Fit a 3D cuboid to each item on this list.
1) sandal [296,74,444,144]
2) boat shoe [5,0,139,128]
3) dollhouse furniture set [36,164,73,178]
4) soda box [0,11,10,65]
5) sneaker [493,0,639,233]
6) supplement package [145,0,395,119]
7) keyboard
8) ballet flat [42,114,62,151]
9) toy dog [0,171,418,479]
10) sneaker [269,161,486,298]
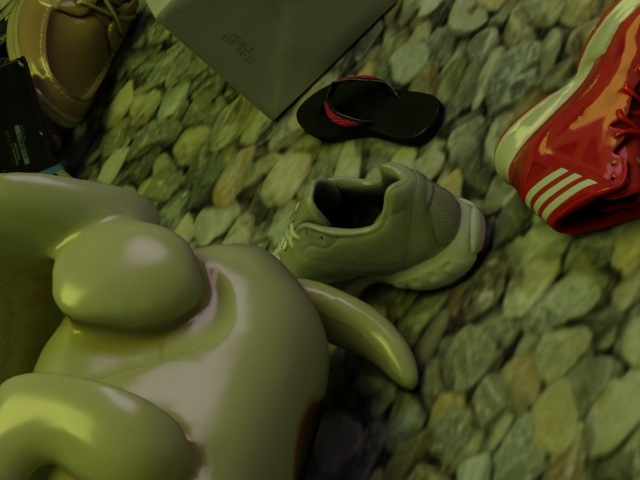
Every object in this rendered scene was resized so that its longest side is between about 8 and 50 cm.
[{"bbox_3d":[0.039,-0.124,1.471,0.179,0.040,0.067,11,67,50],"label":"sandal"},{"bbox_3d":[-0.274,-0.271,1.865,0.110,0.121,0.341,-30,39,27],"label":"boat shoe"},{"bbox_3d":[-0.264,0.114,1.549,0.303,0.198,0.286,-29,49,-33],"label":"dollhouse furniture set"},{"bbox_3d":[-0.413,-0.210,2.011,0.169,0.060,0.053,-36,39,17],"label":"soda box"},{"bbox_3d":[0.239,-0.092,1.214,0.221,0.087,0.128,-51,43,19],"label":"sneaker"},{"bbox_3d":[-0.085,-0.292,1.636,0.175,0.177,0.293,-44,37,9],"label":"supplement package"},{"bbox_3d":[-0.330,-0.102,1.766,0.108,0.023,0.180,-14,92,35],"label":"keyboard"},{"bbox_3d":[-0.349,-0.152,1.892,0.079,0.077,0.221,-43,31,-25],"label":"ballet flat"},{"bbox_3d":[-0.101,0.200,1.152,0.408,0.395,0.284,-109,33,-42],"label":"toy dog"},{"bbox_3d":[0.000,0.000,1.334,0.262,0.121,0.099,-24,43,32],"label":"sneaker"}]
